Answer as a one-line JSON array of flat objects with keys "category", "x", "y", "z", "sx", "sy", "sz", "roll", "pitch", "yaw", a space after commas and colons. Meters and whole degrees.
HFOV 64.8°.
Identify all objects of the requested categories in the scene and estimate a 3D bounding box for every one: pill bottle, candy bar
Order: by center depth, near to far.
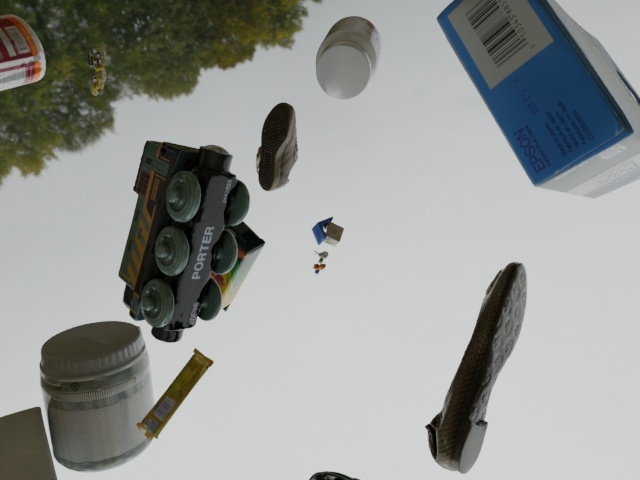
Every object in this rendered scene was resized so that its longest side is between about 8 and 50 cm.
[{"category": "candy bar", "x": -0.224, "y": 0.236, "z": 0.787, "sx": 0.018, "sy": 0.040, "sz": 0.161, "roll": -42, "pitch": -170, "yaw": 43}, {"category": "pill bottle", "x": -0.608, "y": -0.309, "z": 0.866, "sx": 0.121, "sy": 0.121, "sz": 0.221, "roll": 13, "pitch": -145, "yaw": 30}, {"category": "pill bottle", "x": 0.075, "y": -0.480, "z": 1.326, "sx": 0.161, "sy": 0.160, "sz": 0.283, "roll": -4, "pitch": -146, "yaw": 13}]

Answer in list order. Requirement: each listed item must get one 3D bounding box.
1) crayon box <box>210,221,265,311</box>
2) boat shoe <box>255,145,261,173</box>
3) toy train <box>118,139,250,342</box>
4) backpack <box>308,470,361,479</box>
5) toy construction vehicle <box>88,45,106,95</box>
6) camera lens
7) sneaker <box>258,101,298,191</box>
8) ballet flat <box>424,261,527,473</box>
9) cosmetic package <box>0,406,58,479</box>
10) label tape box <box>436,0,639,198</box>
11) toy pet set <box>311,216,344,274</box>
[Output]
[{"category": "crayon box", "x": -0.292, "y": 0.055, "z": 1.345, "sx": 0.202, "sy": 0.318, "sz": 0.081, "roll": 43, "pitch": -139, "yaw": 12}, {"category": "boat shoe", "x": -0.169, "y": -0.222, "z": 1.505, "sx": 0.049, "sy": 0.137, "sz": 0.043, "roll": -1, "pitch": -123, "yaw": -6}, {"category": "toy train", "x": -0.236, "y": -0.006, "z": 0.828, "sx": 0.190, "sy": 0.333, "sz": 0.142, "roll": 28, "pitch": -163, "yaw": 36}, {"category": "backpack", "x": 0.052, "y": 0.562, "z": 0.919, "sx": 0.253, "sy": 0.191, "sz": 0.225, "roll": -31, "pitch": -157, "yaw": 57}, {"category": "toy construction vehicle", "x": -0.466, "y": -0.361, "z": 1.063, "sx": 0.035, "sy": 0.098, "sz": 0.086, "roll": -3, "pitch": -148, "yaw": -29}, {"category": "camera lens", "x": -0.484, "y": 0.342, "z": 1.111, "sx": 0.220, "sy": 0.274, "sz": 0.219, "roll": -1, "pitch": -165, "yaw": 0}, {"category": "sneaker", "x": -0.078, "y": -0.191, "z": 1.023, "sx": 0.066, "sy": 0.188, "sz": 0.071, "roll": 36, "pitch": -145, "yaw": 25}, {"category": "ballet flat", "x": 0.180, "y": 0.138, "z": 0.584, "sx": 0.058, "sy": 0.084, "sz": 0.249, "roll": 12, "pitch": -103, "yaw": 44}, {"category": "cosmetic package", "x": -0.669, "y": 0.597, "z": 0.950, "sx": 0.328, "sy": 0.329, "sz": 0.393, "roll": -10, "pitch": -119, "yaw": -37}, {"category": "label tape box", "x": 0.318, "y": -0.179, "z": 0.639, "sx": 0.334, "sy": 0.106, "sz": 0.240, "roll": -1, "pitch": -118, "yaw": -47}, {"category": "toy pet set", "x": 0.000, "y": 0.000, "z": 1.176, "sx": 0.065, "sy": 0.114, "sz": 0.122, "roll": 25, "pitch": -117, "yaw": -11}]
